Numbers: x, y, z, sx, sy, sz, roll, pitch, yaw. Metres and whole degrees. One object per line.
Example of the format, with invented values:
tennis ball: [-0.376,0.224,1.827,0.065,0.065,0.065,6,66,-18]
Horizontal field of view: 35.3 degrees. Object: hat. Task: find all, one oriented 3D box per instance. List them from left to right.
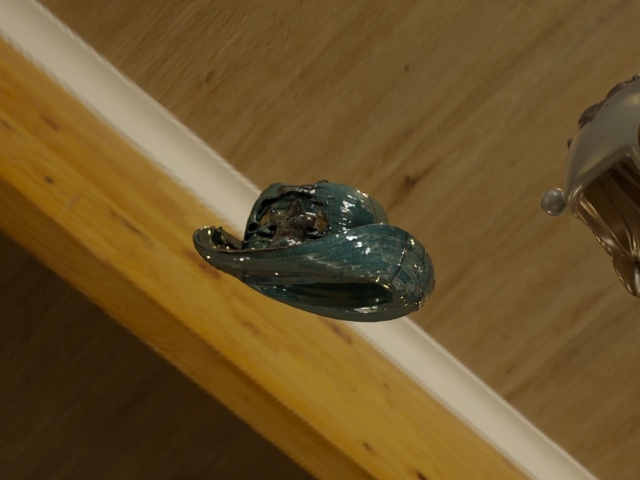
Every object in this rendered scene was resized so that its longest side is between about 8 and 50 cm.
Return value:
hat: [0.000,0.000,0.662,0.138,0.191,0.078,2,-105,24]

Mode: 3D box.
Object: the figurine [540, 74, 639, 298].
figurine: [0.257,-0.091,0.631,0.194,0.133,0.274,-14,-39,-31]
